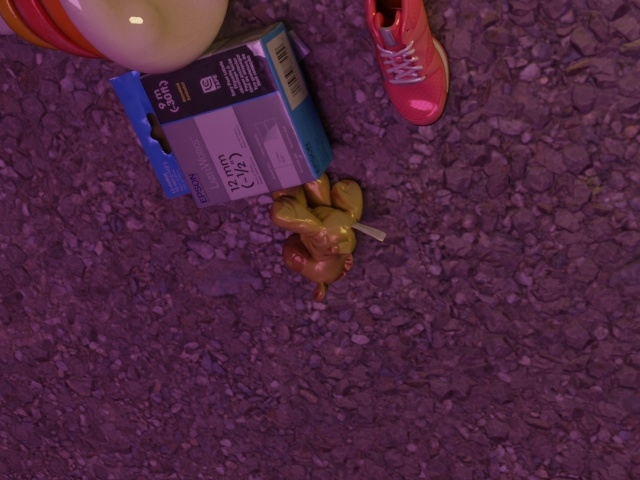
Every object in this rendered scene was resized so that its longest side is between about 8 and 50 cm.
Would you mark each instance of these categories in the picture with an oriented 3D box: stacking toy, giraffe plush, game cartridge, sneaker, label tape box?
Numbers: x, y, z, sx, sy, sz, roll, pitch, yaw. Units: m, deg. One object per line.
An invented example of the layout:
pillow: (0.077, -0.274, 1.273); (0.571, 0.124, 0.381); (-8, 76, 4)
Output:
stacking toy: (-0.416, -0.413, 1.623); (0.479, 0.350, 0.351); (-4, 118, 39)
giraffe plush: (0.000, 0.000, 1.755); (0.210, 0.181, 0.170); (37, 138, 18)
game cartridge: (-0.062, -0.311, 1.687); (0.083, 0.017, 0.056); (-38, 97, 32)
sneaker: (0.115, -0.310, 1.549); (0.116, 0.136, 0.314); (-4, 116, 23)
label tape box: (-0.183, -0.191, 1.696); (0.347, 0.115, 0.249); (-13, 113, 24)

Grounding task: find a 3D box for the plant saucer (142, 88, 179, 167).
plant saucer: (-0.196, -0.222, 1.772); (0.241, 0.037, 0.241); (9, 121, 15)
